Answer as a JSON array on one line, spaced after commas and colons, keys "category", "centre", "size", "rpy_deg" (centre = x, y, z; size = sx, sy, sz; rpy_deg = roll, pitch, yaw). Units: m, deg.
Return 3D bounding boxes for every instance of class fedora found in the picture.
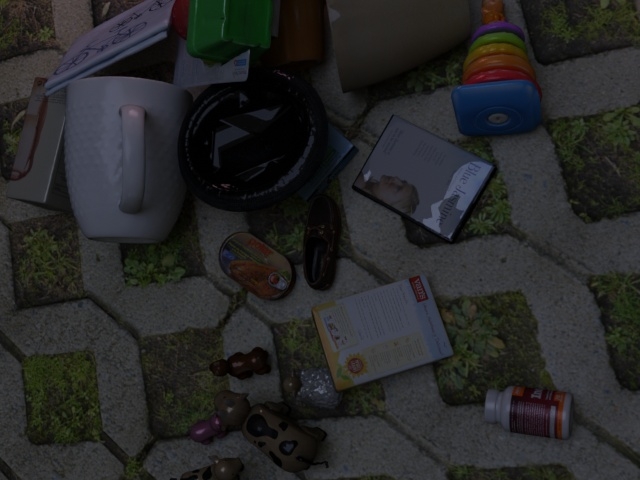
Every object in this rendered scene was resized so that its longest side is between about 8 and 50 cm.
[{"category": "fedora", "centre": [-0.124, -0.194, 1.778], "size": [0.334, 0.152, 0.334], "rpy_deg": [-4, 78, 20]}]

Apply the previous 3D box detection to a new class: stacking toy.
[{"category": "stacking toy", "centre": [0.348, -0.366, 1.690], "size": [0.165, 0.175, 0.302], "rpy_deg": [-3, 65, 15]}]

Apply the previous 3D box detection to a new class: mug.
[{"category": "mug", "centre": [-0.408, -0.166, 1.824], "size": [0.276, 0.374, 0.328], "rpy_deg": [2, 85, -16]}]

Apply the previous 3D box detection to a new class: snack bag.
[{"category": "snack bag", "centre": [-0.464, -0.467, 1.962], "size": [0.323, 0.037, 0.343], "rpy_deg": [-24, 30, 12]}]

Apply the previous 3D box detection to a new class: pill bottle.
[{"category": "pill bottle", "centre": [0.381, 0.312, 1.563], "size": [0.152, 0.086, 0.086], "rpy_deg": [4, 81, 22]}]

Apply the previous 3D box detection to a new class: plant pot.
[{"category": "plant pot", "centre": [0.158, -0.449, 1.731], "size": [0.273, 0.256, 0.257], "rpy_deg": [-9, 76, 5]}, {"category": "plant pot", "centre": [-0.073, -0.468, 1.846], "size": [0.205, 0.205, 0.188], "rpy_deg": [-11, 92, 19]}]

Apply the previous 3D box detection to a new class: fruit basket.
[{"category": "fruit basket", "centre": [-0.212, -0.477, 1.747], "size": [0.353, 0.165, 0.327], "rpy_deg": [10, 97, 63]}]

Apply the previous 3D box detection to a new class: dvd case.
[{"category": "dvd case", "centre": [0.209, -0.128, 1.751], "size": [0.253, 0.022, 0.180], "rpy_deg": [31, 92, 23]}]

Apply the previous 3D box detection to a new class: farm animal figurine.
[{"category": "farm animal figurine", "centre": [-0.141, 0.383, 1.709], "size": [0.326, 0.172, 0.330], "rpy_deg": [12, 85, 23]}]

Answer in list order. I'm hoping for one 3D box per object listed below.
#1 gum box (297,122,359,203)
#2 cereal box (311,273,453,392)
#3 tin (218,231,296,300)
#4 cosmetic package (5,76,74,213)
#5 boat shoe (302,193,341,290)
[{"category": "gum box", "centre": [-0.034, -0.196, 1.850], "size": [0.184, 0.041, 0.157], "rpy_deg": [43, 97, 22]}, {"category": "cereal box", "centre": [0.119, 0.180, 1.670], "size": [0.240, 0.047, 0.173], "rpy_deg": [-15, 74, -6]}, {"category": "tin", "centre": [-0.136, 0.055, 1.846], "size": [0.189, 0.040, 0.106], "rpy_deg": [34, 97, 24]}, {"category": "cosmetic package", "centre": [-0.617, -0.221, 2.028], "size": [0.129, 0.153, 0.296], "rpy_deg": [8, 82, 24]}, {"category": "boat shoe", "centre": [0.000, 0.000, 1.783], "size": [0.073, 0.073, 0.207], "rpy_deg": [-6, 76, 22]}]
